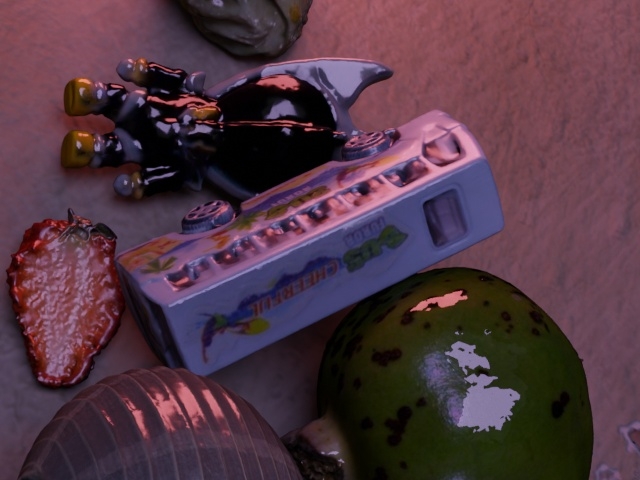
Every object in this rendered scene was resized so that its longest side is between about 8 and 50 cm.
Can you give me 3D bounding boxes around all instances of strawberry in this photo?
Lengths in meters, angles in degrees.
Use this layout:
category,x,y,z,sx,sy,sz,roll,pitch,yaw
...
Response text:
category,x,y,z,sx,sy,sz,roll,pitch,yaw
strawberry,-0.216,0.048,1.056,0.104,0.048,0.152,14,78,-24

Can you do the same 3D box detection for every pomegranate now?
category,x,y,z,sx,sy,sz,roll,pitch,yaw
pomegranate,0.097,0.152,1.030,0.271,0.254,0.254,-20,75,-16

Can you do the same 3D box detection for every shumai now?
category,x,y,z,sx,sy,sz,roll,pitch,yaw
shumai,-0.066,-0.288,1.219,0.184,0.142,0.184,8,67,-18

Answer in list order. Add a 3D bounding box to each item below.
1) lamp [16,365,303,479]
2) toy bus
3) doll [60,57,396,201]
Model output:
category,x,y,z,sx,sy,sz,roll,pitch,yaw
lamp,-0.107,0.225,0.909,0.233,0.233,0.265,-1,48,-23
toy bus,0.000,0.000,1.062,0.330,0.136,0.109,-26,113,-15
doll,-0.073,-0.091,1.146,0.316,0.103,0.145,3,60,-16
